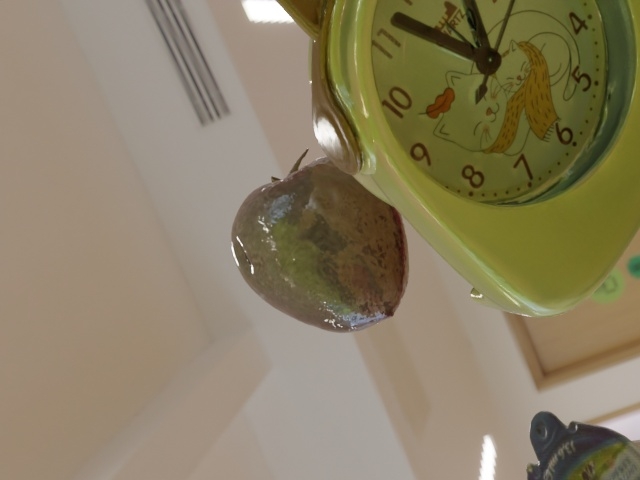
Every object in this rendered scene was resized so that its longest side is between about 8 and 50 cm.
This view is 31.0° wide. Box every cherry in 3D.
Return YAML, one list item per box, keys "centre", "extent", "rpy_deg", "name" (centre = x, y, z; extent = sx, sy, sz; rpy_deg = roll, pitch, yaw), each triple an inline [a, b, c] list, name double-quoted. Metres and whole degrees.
- centre: [0.000, 0.000, 1.437]
  extent: [0.266, 0.213, 0.183]
  rpy_deg: [51, 157, 20]
  name: "cherry"

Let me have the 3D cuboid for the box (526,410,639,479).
- centre: [0.416, 0.335, 1.476]
  extent: [0.206, 0.262, 0.291]
  rpy_deg: [-2, -137, -31]
  name: "box"

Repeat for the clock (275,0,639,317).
- centre: [0.124, -0.135, 0.894]
  extent: [0.348, 0.286, 0.117]
  rpy_deg: [39, 168, -18]
  name: "clock"
